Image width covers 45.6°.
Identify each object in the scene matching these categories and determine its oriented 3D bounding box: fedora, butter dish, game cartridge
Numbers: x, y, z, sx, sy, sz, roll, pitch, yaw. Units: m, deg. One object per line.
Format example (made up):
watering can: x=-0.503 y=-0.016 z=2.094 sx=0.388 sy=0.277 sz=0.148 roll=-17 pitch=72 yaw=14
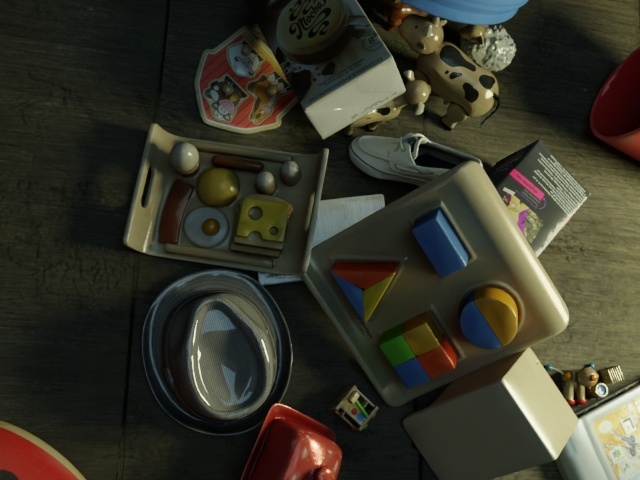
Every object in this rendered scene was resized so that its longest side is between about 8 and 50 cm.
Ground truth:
fedora: x=-0.159 y=0.176 z=1.212 sx=0.244 sy=0.124 sz=0.275 roll=-8 pitch=84 yaw=-13
butter dish: x=-0.025 y=0.361 z=1.203 sx=0.160 sy=0.118 sz=0.160 roll=35 pitch=70 yaw=-33
game cartridge: x=0.578 y=0.383 z=1.417 sx=0.297 sy=0.062 sz=0.198 roll=-22 pitch=80 yaw=-19

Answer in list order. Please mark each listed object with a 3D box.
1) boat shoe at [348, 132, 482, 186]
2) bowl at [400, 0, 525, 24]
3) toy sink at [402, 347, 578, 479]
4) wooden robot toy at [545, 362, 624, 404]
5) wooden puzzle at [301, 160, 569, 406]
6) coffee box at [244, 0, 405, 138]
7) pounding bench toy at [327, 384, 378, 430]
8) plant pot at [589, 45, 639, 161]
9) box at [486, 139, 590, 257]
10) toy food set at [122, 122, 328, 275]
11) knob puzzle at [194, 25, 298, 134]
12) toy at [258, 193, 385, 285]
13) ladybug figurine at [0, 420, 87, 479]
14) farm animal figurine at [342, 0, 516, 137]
boat shoe: x=0.169 y=-0.151 z=1.355 sx=0.258 sy=0.084 sz=0.095 roll=18 pitch=53 yaw=19
bowl: x=0.217 y=-0.534 z=1.421 sx=0.391 sy=0.077 sz=0.391 roll=13 pitch=44 yaw=-13
toy sink: x=0.287 y=0.305 z=1.298 sx=0.131 sy=0.234 sz=0.153 roll=-31 pitch=86 yaw=-49
wooden robot toy: x=0.492 y=0.263 z=1.405 sx=0.173 sy=0.079 sz=0.076 roll=1 pitch=78 yaw=-15
wooden puzzle: x=0.180 y=0.088 z=1.244 sx=0.348 sy=0.080 sz=0.322 roll=-30 pitch=98 yaw=18
coffee box: x=-0.002 y=-0.349 z=1.312 sx=0.168 sy=0.119 sz=0.297 roll=-30 pitch=65 yaw=6
pounding bench toy: x=0.062 y=0.284 z=1.279 sx=0.065 sy=0.083 sz=0.052 roll=43 pitch=70 yaw=-2
plant pot: x=0.718 y=-0.243 z=1.498 sx=0.243 sy=0.275 sz=0.275 roll=33 pitch=71 yaw=-18
box: x=0.325 y=-0.028 z=1.378 sx=0.143 sy=0.165 sz=0.270 roll=47 pitch=71 yaw=-4
toy food set: x=-0.153 y=-0.072 z=1.267 sx=0.306 sy=0.092 sz=0.219 roll=8 pitch=75 yaw=3
knob puzzle: x=-0.141 y=-0.277 z=1.378 sx=0.213 sy=0.030 sz=0.213 roll=3 pitch=77 yaw=-15
toy: x=0.000 y=0.000 z=1.342 sx=0.237 sy=0.056 sz=0.137 roll=-6 pitch=83 yaw=-12
ladybug figurine: x=-0.468 y=0.428 z=1.060 sx=0.449 sy=0.162 sz=0.305 roll=42 pitch=71 yaw=-3
farm animal figurine: x=0.192 y=-0.316 z=1.402 sx=0.327 sy=0.172 sz=0.330 roll=23 pitch=73 yaw=-9
